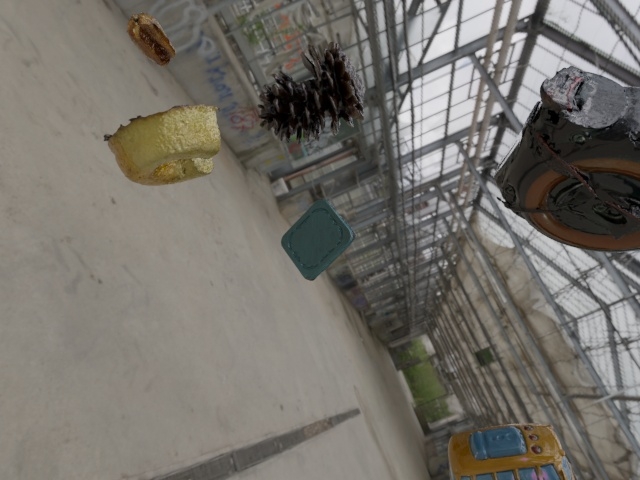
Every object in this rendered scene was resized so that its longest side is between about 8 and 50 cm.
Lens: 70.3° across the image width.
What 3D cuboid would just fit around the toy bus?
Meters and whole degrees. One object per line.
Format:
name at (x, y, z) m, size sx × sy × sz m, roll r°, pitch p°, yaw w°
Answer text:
toy bus at (0.320, 0.391, 0.777) m, size 0.126 × 0.210 × 0.136 m, roll -63°, pitch 135°, yaw -69°

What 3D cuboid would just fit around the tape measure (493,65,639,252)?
tape measure at (0.327, -0.077, 0.533) m, size 0.223 × 0.135 × 0.202 m, roll 26°, pitch -26°, yaw 10°

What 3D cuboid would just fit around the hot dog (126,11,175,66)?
hot dog at (-0.320, -0.382, 0.867) m, size 0.038 × 0.062 × 0.144 m, roll 45°, pitch 1°, yaw 7°

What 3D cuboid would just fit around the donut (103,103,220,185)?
donut at (-0.208, -0.122, 0.618) m, size 0.181 × 0.146 × 0.078 m, roll -7°, pitch -79°, yaw 68°

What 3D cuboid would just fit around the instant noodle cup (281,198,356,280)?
instant noodle cup at (0.000, 0.000, 1.192) m, size 0.157 × 0.179 × 0.070 m, roll 52°, pitch 16°, yaw 27°

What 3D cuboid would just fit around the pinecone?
pinecone at (-0.030, -0.370, 1.173) m, size 0.246 × 0.292 × 0.246 m, roll 156°, pitch -90°, yaw -86°
